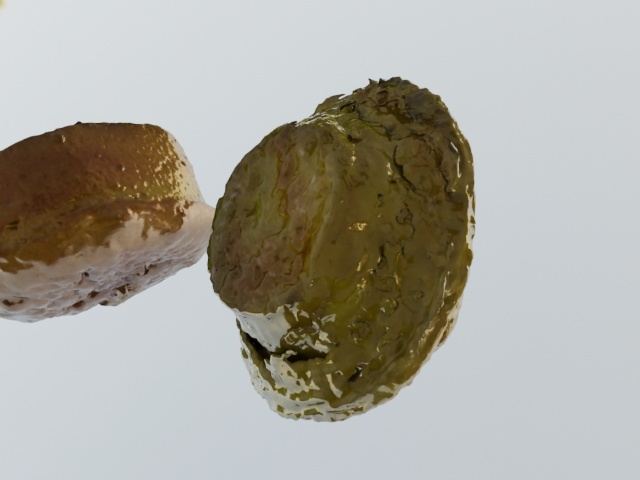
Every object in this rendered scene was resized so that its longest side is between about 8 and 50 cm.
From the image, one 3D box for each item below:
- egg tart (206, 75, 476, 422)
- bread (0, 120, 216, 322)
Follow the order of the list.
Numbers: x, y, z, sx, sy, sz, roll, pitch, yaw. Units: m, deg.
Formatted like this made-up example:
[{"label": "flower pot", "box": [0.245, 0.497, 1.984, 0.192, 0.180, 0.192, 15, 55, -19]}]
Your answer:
[{"label": "egg tart", "box": [0.000, 0.000, 0.926, 0.294, 0.123, 0.294, -25, -124, 44]}, {"label": "bread", "box": [-0.271, -0.015, 1.310, 0.312, 0.312, 0.172, -22, -104, 11]}]
